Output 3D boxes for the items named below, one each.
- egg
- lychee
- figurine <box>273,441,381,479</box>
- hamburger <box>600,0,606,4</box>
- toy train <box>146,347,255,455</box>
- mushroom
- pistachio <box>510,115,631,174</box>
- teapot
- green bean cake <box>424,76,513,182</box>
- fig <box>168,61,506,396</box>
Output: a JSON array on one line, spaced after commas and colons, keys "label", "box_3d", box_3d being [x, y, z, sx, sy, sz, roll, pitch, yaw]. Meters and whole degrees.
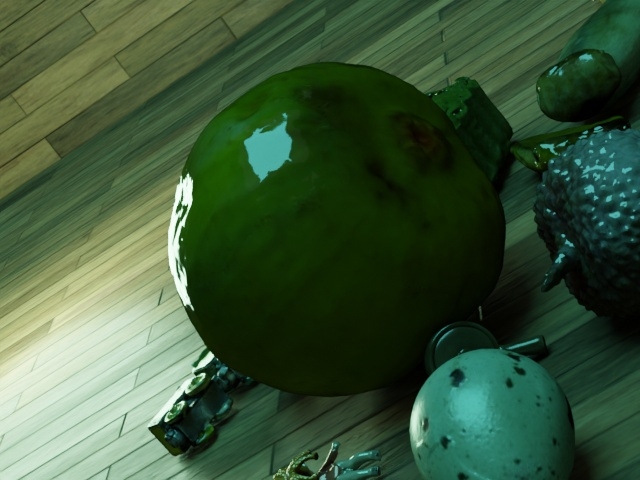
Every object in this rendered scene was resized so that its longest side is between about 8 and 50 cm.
[{"label": "egg", "box_3d": [0.138, 0.158, 1.231, 0.131, 0.131, 0.164, -33, 41, 12]}, {"label": "lychee", "box_3d": [0.254, -0.013, 1.371, 0.197, 0.165, 0.165, -22, 11, -22]}, {"label": "figurine", "box_3d": [0.005, 0.214, 1.466, 0.109, 0.047, 0.064, -21, 46, 26]}, {"label": "hamburger", "box_3d": [0.405, -0.401, 2.108, 0.175, 0.137, 0.175, -29, 19, 11]}, {"label": "toy train", "box_3d": [-0.120, 0.162, 1.809, 0.081, 0.060, 0.202, -26, 19, 50]}, {"label": "mushroom", "box_3d": [0.348, -0.236, 1.891, 0.107, 0.087, 0.333, -17, 22, 37]}, {"label": "pistachio", "box_3d": [0.268, -0.095, 1.737, 0.089, 0.049, 0.173, -20, 6, -31]}, {"label": "teapot", "box_3d": [0.150, 0.113, 1.450, 0.110, 0.085, 0.080, -9, -7, -4]}, {"label": "green bean cake", "box_3d": [0.112, -0.087, 1.904, 0.214, 0.113, 0.200, -25, 20, 30]}, {"label": "fig", "box_3d": [0.002, 0.005, 1.582, 0.343, 0.343, 0.343, -33, 18, 12]}]
